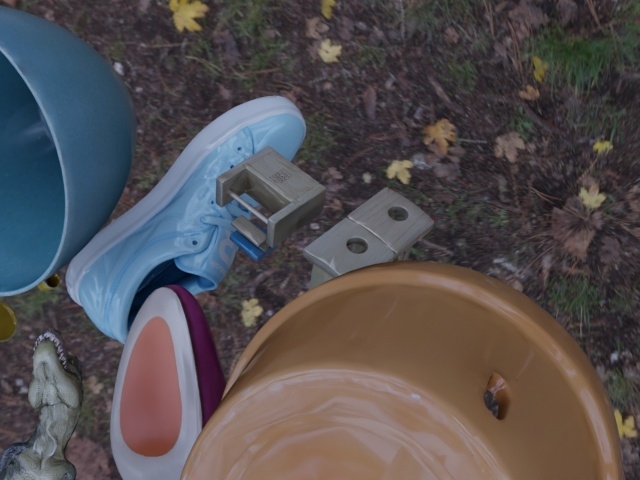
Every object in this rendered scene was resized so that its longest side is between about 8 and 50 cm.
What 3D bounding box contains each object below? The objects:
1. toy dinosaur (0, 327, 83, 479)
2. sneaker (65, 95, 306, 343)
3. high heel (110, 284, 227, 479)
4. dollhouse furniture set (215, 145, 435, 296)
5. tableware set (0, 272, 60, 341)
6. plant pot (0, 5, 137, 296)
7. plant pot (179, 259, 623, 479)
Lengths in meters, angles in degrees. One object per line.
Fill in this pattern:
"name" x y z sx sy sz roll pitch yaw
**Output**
"toy dinosaur" -0.185 0.186 0.458 0.064 0.118 0.268 27 95 -22
"sneaker" -0.134 -0.014 1.007 0.366 0.135 0.150 -45 56 -1
"high heel" -0.093 0.223 0.789 0.127 0.181 0.377 5 97 38
"dollhouse furniture set" 0.000 0.000 0.853 0.183 0.129 0.129 38 144 23
"tableware set" -0.359 0.059 0.920 0.024 0.154 0.104 -23 93 34
"plant pot" -0.308 -0.114 0.861 0.290 0.195 0.290 12 118 25
"plant pot" 0.043 0.162 0.521 0.290 0.203 0.291 0 91 17
